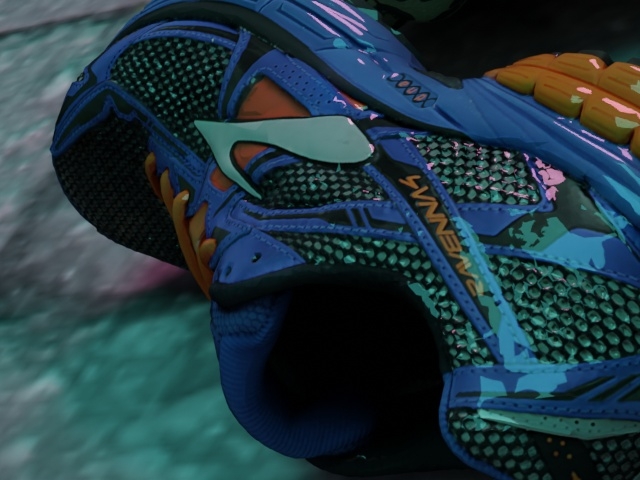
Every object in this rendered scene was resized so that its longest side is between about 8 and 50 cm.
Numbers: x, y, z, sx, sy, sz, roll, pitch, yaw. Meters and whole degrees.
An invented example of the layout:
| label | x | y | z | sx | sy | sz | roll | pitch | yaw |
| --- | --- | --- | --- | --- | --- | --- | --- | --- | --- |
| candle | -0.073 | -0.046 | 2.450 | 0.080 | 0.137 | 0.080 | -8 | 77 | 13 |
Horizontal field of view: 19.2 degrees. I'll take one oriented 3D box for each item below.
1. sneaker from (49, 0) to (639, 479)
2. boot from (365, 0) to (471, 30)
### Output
| label | x | y | z | sx | sy | sz | roll | pitch | yaw |
| --- | --- | --- | --- | --- | --- | --- | --- | --- | --- |
| sneaker | 0.000 | 0.000 | 0.400 | 0.087 | 0.083 | 0.221 | -46 | 32 | -21 |
| boot | 0.134 | -0.201 | 0.560 | 0.284 | 0.138 | 0.377 | -15 | 37 | 20 |
